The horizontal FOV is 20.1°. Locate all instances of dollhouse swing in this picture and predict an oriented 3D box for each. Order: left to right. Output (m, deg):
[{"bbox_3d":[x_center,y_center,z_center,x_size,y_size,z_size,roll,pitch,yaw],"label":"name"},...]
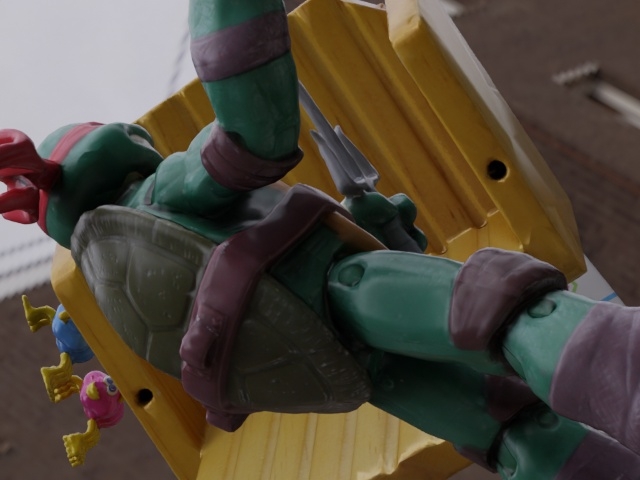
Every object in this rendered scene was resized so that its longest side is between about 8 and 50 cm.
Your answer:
[{"bbox_3d":[-0.027,0.023,1.271,0.347,0.315,0.305,-33,2,18],"label":"dollhouse swing"}]

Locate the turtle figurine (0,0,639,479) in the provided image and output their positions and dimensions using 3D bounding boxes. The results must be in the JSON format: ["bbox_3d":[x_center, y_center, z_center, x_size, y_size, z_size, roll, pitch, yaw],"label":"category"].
[{"bbox_3d":[0.000,0.000,0.504,0.118,0.234,0.175,-57,-20,-9],"label":"turtle figurine"}]

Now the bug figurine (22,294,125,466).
[{"bbox_3d":[-0.180,0.181,1.536,0.072,0.279,0.216,-16,-15,-9],"label":"bug figurine"}]

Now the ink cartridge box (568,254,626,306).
[{"bbox_3d":[0.172,0.036,1.559,0.109,0.209,0.062,-31,-33,-4],"label":"ink cartridge box"}]
